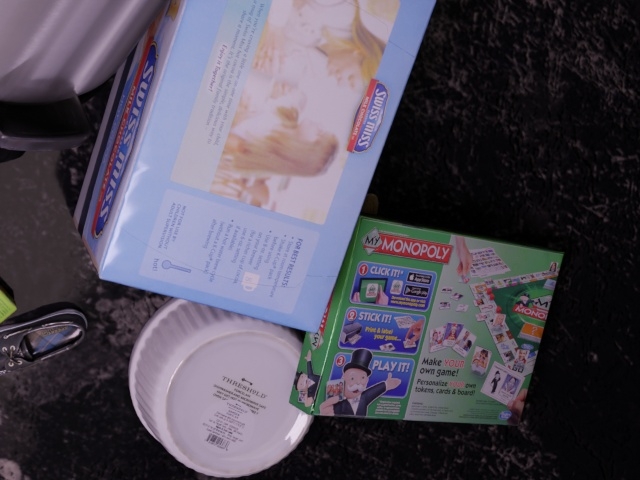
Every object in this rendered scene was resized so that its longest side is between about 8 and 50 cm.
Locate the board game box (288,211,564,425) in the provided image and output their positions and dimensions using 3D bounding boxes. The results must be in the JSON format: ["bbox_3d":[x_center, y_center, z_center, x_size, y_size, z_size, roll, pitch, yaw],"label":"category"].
[{"bbox_3d":[0.125,0.092,1.386,0.317,0.046,0.214,10,96,-39],"label":"board game box"}]

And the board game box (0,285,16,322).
[{"bbox_3d":[-0.450,0.106,1.285,0.259,0.039,0.124,-41,111,-6],"label":"board game box"}]

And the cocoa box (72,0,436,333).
[{"bbox_3d":[-0.076,-0.122,1.232,0.231,0.228,0.347,16,100,-20],"label":"cocoa box"}]

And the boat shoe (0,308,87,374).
[{"bbox_3d":[-0.313,0.111,1.324,0.142,0.040,0.049,-23,110,-10],"label":"boat shoe"}]

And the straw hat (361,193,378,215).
[{"bbox_3d":[0.000,0.000,1.374,0.061,0.144,0.145,29,97,19],"label":"straw hat"}]

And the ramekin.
[{"bbox_3d":[-0.097,0.157,1.366,0.207,0.109,0.207,-5,106,-16],"label":"ramekin"}]

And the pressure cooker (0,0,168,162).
[{"bbox_3d":[-0.273,-0.291,0.982,0.375,0.370,0.420,31,126,-18],"label":"pressure cooker"}]
